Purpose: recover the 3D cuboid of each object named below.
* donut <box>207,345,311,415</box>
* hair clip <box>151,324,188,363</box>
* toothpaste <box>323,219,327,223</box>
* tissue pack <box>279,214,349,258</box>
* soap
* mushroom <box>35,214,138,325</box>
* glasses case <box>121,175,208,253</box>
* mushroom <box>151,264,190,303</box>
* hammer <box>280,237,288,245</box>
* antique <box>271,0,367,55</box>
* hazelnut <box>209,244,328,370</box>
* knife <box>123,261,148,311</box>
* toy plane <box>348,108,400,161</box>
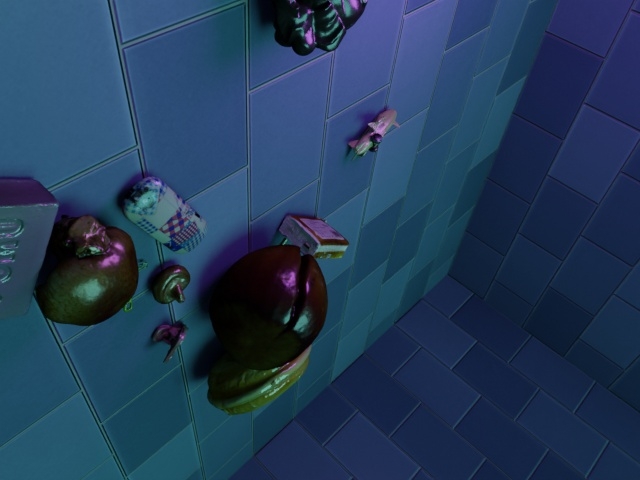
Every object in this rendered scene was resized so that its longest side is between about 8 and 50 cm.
[{"bbox_3d":[-0.236,0.488,2.186,0.448,0.198,0.449,-27,-169,5],"label":"donut"},{"bbox_3d":[-0.466,0.326,1.853,0.123,0.102,0.138,-53,156,8],"label":"hair clip"},{"bbox_3d":[0.000,0.000,2.317,0.048,0.029,0.197,-34,147,-35],"label":"toothpaste"},{"bbox_3d":[-0.020,-0.015,2.072,0.226,0.183,0.092,-3,127,-59],"label":"tissue pack"},{"bbox_3d":[-0.680,0.028,1.080,0.285,0.107,0.296,-10,131,-53],"label":"soap"},{"bbox_3d":[-0.522,0.071,1.292,0.263,0.195,0.283,-52,157,-36],"label":"mushroom"},{"bbox_3d":[-0.396,-0.057,1.489,0.125,0.076,0.327,-48,154,-6],"label":"glasses case"},{"bbox_3d":[-0.435,0.128,1.665,0.126,0.085,0.109,-46,120,-9],"label":"mushroom"},{"bbox_3d":[-0.180,0.075,2.120,0.199,0.013,0.062,-53,156,3],"label":"hammer"},{"bbox_3d":[0.006,-0.591,1.345,0.322,0.185,0.255,-36,150,-39],"label":"antique"},{"bbox_3d":[-0.181,0.216,1.911,0.402,0.402,0.429,-31,155,-39],"label":"hazelnut"},{"bbox_3d":[-0.522,0.128,1.581,0.078,0.022,0.166,-13,134,-45],"label":"knife"},{"bbox_3d":[0.200,-0.388,2.073,0.244,0.092,0.229,-42,169,-16],"label":"toy plane"}]
